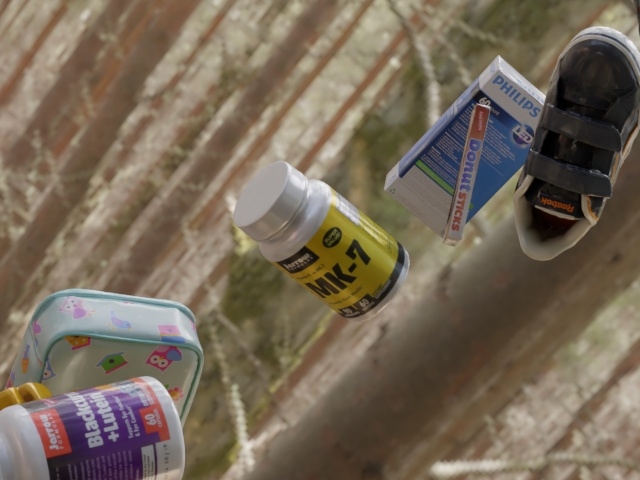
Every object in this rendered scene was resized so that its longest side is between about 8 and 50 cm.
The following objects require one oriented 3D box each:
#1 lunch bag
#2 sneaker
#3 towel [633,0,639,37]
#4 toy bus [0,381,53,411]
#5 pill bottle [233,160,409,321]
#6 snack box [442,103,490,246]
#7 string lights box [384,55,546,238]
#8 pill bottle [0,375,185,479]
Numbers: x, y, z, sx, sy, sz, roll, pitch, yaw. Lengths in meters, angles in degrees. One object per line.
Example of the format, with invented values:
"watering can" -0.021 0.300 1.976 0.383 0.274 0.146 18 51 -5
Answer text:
"lunch bag" -0.268 0.194 1.915 0.224 0.279 0.108 6 37 -25
"sneaker" 0.325 -0.109 1.964 0.126 0.321 0.127 19 42 15
"towel" 0.454 -0.120 1.242 0.040 0.370 0.271 0 81 -75
"toy bus" -0.238 0.300 1.673 0.332 0.130 0.108 60 3 13
"pill bottle" 0.000 0.000 1.918 0.208 0.119 0.119 38 23 -27
"snack box" 0.188 -0.083 2.004 0.022 0.178 0.064 13 -8 1
"string lights box" 0.232 -0.137 2.361 0.133 0.259 0.077 39 20 -11
"pill bottle" -0.227 0.190 1.374 0.193 0.108 0.108 -11 52 -29
